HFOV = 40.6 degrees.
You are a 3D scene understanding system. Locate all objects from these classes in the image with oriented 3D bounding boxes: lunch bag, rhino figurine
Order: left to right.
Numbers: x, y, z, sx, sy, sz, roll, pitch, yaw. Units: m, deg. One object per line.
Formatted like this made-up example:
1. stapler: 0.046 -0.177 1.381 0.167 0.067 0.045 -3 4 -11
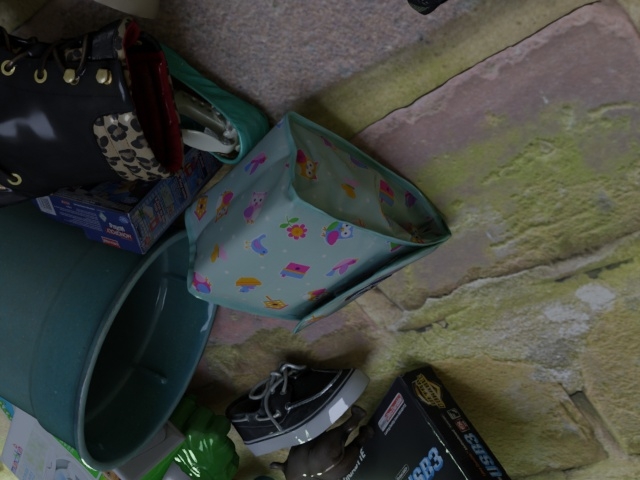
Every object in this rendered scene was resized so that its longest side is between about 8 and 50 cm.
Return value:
1. rhino figurine: -0.008 0.325 1.316 0.073 0.106 0.243 44 146 -6
2. lunch bag: 0.000 0.000 1.052 0.262 0.160 0.223 24 134 -35

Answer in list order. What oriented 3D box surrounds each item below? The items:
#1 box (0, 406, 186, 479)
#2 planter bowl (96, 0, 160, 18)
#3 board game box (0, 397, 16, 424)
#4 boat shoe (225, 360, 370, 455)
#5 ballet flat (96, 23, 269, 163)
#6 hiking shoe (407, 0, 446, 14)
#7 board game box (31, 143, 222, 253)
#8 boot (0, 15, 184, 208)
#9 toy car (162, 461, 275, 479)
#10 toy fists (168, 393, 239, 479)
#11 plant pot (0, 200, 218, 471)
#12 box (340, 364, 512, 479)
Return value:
1. box: -0.361 0.324 1.354 0.231 0.127 0.262 42 133 10
2. planter bowl: -0.225 -0.315 0.892 0.162 0.162 0.109 26 107 -2
3. board game box: -0.476 0.319 1.568 0.193 0.053 0.305 -6 124 25
4. boat shoe: -0.047 0.238 1.307 0.105 0.113 0.306 48 143 -6
5. ballet flat: -0.176 -0.171 1.026 0.247 0.087 0.083 31 133 -5
6. hiking shoe: 0.130 -0.275 0.839 0.227 0.086 0.114 17 146 15
7. board game box: -0.227 -0.077 1.078 0.194 0.194 0.060 14 131 35
8. boot: -0.322 -0.194 0.903 0.284 0.138 0.377 -4 125 15
9. toy car: -0.224 0.420 1.502 0.210 0.219 0.238 -27 87 36
10. toy fists: -0.255 0.299 1.420 0.279 0.096 0.142 13 144 34
11. plant pot: -0.360 0.086 1.169 0.334 0.341 0.341 20 133 14
12. box: 0.159 0.383 1.257 0.293 0.073 0.295 55 139 29
